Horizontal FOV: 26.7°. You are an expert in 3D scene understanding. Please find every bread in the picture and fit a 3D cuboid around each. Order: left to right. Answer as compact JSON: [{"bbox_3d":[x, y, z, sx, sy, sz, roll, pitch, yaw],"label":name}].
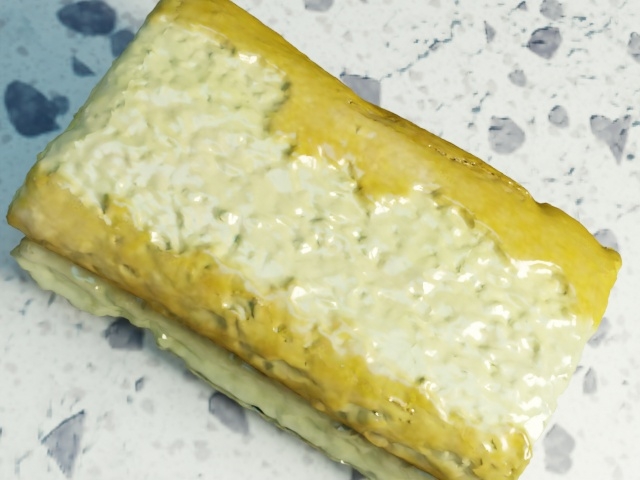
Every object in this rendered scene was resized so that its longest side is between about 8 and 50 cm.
[{"bbox_3d":[0.000,0.000,0.923,0.375,0.165,0.236,30,61,-1],"label":"bread"}]
